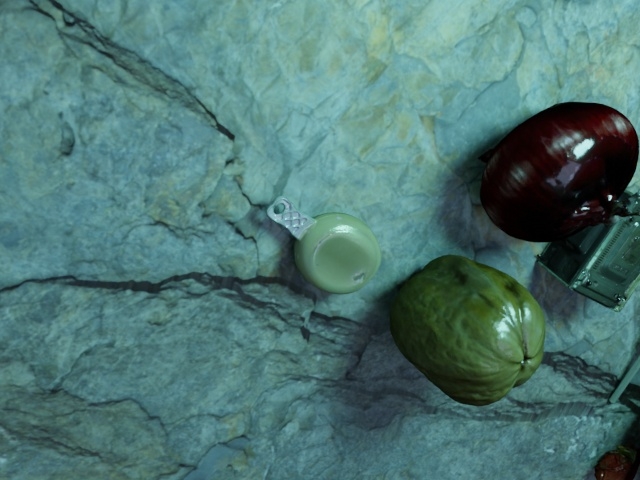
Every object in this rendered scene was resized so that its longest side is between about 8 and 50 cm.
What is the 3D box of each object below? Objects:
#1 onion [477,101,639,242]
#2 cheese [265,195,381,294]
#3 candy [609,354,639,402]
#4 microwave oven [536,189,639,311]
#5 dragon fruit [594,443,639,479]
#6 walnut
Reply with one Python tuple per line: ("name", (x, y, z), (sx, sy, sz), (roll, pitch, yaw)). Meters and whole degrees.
("onion", (0.412, -0.090, 1.300), (0.273, 0.285, 0.273), (-23, 143, -19))
("cheese", (0.000, 0.000, 1.310), (0.227, 0.064, 0.137), (38, 97, -30))
("candy", (0.703, 0.208, 1.673), (0.124, 0.124, 0.365), (8, 121, -24))
("microwave oven", (0.537, 0.008, 1.476), (0.163, 0.129, 0.205), (22, 106, -29))
("dragon fruit", (0.684, 0.511, 1.824), (0.162, 0.083, 0.106), (10, 104, -52))
("walnut", (0.253, 0.154, 1.360), (0.227, 0.283, 0.282), (-10, 120, -29))
